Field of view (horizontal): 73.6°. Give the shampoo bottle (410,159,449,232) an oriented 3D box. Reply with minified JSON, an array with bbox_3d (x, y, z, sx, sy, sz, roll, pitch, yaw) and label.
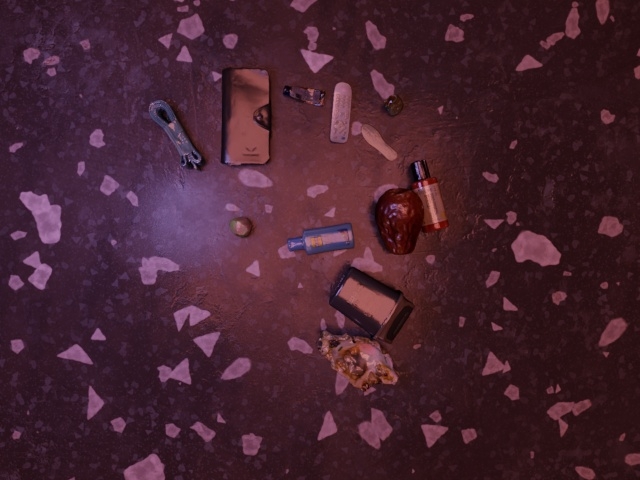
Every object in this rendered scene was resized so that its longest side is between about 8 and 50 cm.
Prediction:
[{"bbox_3d":[0.414,-0.176,1.664,0.105,0.104,0.277,-16,91,-1],"label":"shampoo bottle"}]

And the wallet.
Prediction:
[{"bbox_3d":[-0.289,-0.475,1.663,0.197,0.051,0.377,2,93,-1],"label":"wallet"}]

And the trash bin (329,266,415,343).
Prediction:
[{"bbox_3d":[0.193,0.244,1.635,0.291,0.182,0.209,33,91,3],"label":"trash bin"}]

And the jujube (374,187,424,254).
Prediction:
[{"bbox_3d":[0.300,-0.070,1.628,0.190,0.190,0.255,-4,102,-2],"label":"jujube"}]

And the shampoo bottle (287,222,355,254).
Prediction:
[{"bbox_3d":[0.000,0.000,1.677,0.259,0.061,0.103,-9,92,-1],"label":"shampoo bottle"}]

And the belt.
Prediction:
[{"bbox_3d":[-0.552,-0.399,1.647,0.087,0.072,0.302,-32,90,-5],"label":"belt"}]

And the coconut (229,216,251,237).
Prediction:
[{"bbox_3d":[-0.307,-0.051,1.660,0.083,0.081,0.082,6,104,32],"label":"coconut"}]

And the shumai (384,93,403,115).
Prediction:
[{"bbox_3d":[0.289,-0.536,1.662,0.082,0.080,0.083,23,89,-4],"label":"shumai"}]

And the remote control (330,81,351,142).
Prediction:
[{"bbox_3d":[0.076,-0.500,1.678,0.073,0.044,0.228,2,100,-17],"label":"remote control"}]

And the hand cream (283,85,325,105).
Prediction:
[{"bbox_3d":[-0.064,-0.572,1.676,0.163,0.039,0.062,10,89,-8],"label":"hand cream"}]

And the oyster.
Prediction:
[{"bbox_3d":[0.149,0.453,1.684,0.355,0.107,0.201,42,110,-14],"label":"oyster"}]

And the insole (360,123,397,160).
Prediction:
[{"bbox_3d":[0.232,-0.390,1.702,0.188,0.004,0.064,44,91,-2],"label":"insole"}]
